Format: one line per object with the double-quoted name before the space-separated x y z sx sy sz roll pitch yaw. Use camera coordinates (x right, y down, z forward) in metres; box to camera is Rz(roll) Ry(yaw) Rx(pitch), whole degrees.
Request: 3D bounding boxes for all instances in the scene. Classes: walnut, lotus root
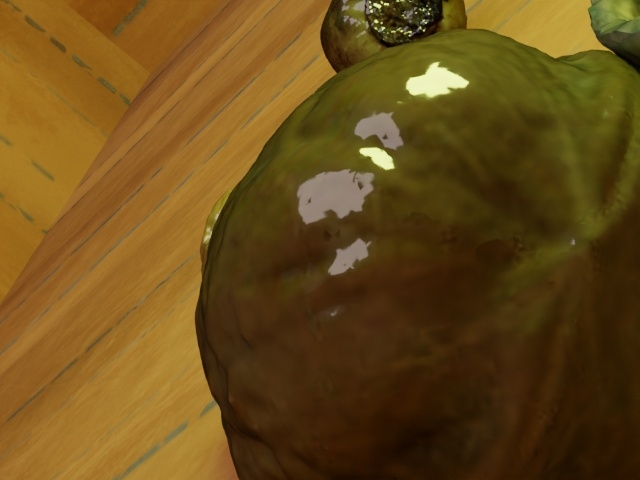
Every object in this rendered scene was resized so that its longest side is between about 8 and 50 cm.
"walnut" 0.058 0.037 0.771 0.283 0.227 0.283 -63 9 17
"lotus root" 0.063 -0.197 1.626 0.138 0.138 0.214 -51 12 -2

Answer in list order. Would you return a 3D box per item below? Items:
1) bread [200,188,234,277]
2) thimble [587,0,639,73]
"bread" 0.000 0.000 1.270 0.244 0.134 0.244 -46 11 11
"thimble" 0.255 -0.139 0.768 0.271 0.150 0.271 -47 14 15
